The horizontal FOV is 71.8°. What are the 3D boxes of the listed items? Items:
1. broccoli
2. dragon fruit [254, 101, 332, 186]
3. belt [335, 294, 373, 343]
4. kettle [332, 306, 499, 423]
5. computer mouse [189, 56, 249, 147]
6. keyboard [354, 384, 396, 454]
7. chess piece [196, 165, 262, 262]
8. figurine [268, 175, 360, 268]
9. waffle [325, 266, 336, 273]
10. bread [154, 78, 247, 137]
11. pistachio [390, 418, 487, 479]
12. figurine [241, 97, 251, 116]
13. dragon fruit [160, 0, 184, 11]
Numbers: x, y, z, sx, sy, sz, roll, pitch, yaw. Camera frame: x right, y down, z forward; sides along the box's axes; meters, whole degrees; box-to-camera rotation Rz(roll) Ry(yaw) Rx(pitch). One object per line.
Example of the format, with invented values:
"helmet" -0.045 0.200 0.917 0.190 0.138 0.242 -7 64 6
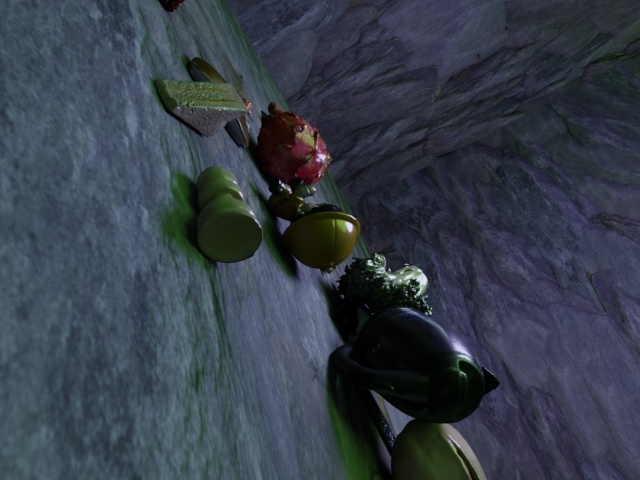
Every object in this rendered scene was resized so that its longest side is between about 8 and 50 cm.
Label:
"broccoli" 0.193 0.197 1.344 0.334 0.324 0.272 46 30 20
"dragon fruit" -0.093 -0.271 1.285 0.205 0.210 0.268 -3 -61 56
"belt" 0.096 0.217 1.207 0.058 0.105 0.140 -64 136 -79
"kettle" 0.187 0.275 0.968 0.324 0.321 0.228 -179 -83 -78
"computer mouse" -0.241 -0.351 1.122 0.245 0.056 0.126 59 10 -29
"keyboard" 0.150 0.450 1.108 0.250 0.017 0.087 62 11 -1
"chess piece" -0.152 -0.051 0.685 0.094 0.094 0.170 54 5 -42
"figurine" -0.027 -0.038 1.088 0.257 0.167 0.192 42 10 34
"waffle" -0.002 0.002 1.432 0.204 0.054 0.223 60 11 -17
"bread" -0.221 -0.270 0.835 0.077 0.105 0.152 58 7 11
"pistachio" 0.269 0.534 0.928 0.318 0.194 0.214 60 -37 26
"figurine" -0.233 -0.409 1.361 0.064 0.047 0.109 53 2 -14
"dragon fruit" -0.373 -0.677 1.121 0.127 0.121 0.161 62 3 -43
